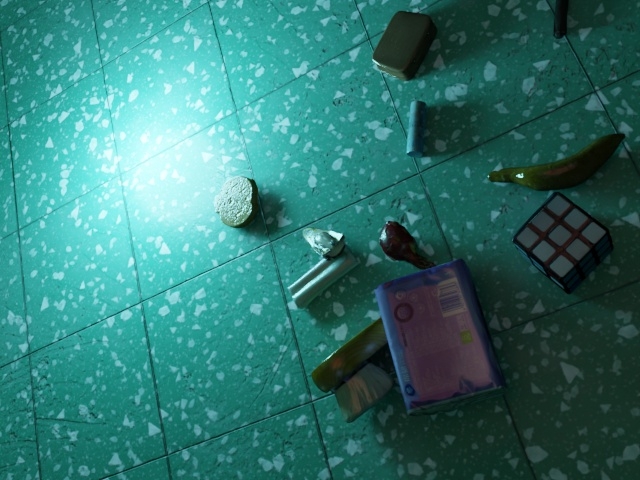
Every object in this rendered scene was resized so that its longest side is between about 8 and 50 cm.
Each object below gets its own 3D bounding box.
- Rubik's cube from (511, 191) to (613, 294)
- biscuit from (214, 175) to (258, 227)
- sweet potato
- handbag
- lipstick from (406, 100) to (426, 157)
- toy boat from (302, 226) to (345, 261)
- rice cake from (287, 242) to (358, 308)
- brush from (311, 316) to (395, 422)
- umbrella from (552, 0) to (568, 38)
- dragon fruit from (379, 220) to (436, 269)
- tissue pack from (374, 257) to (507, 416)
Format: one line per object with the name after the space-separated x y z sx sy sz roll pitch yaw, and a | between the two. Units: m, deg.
0.577 0.007 1.616 0.160 0.162 0.163 -48 61 7 | Rubik's cube
-0.260 -0.117 2.136 0.170 0.050 0.170 -9 73 32 | biscuit
0.599 -0.177 1.716 0.346 0.079 0.108 -15 40 23 | sweet potato
0.244 -0.581 2.017 0.151 0.072 0.193 24 88 30 | handbag
0.274 -0.318 1.932 0.048 0.048 0.157 -1 74 26 | lipstick
0.000 0.000 1.940 0.084 0.066 0.210 -49 33 -8 | toy boat
0.003 0.100 1.940 0.222 0.042 0.080 -40 63 11 | rice cake
0.119 0.329 1.755 0.267 0.174 0.166 -39 78 -15 | brush
0.655 -0.610 1.844 0.036 0.031 0.133 2 76 29 | umbrella
0.228 0.029 1.828 0.094 0.094 0.190 -44 72 8 | dragon fruit
0.298 0.248 1.679 0.242 0.160 0.338 -19 68 15 | tissue pack
